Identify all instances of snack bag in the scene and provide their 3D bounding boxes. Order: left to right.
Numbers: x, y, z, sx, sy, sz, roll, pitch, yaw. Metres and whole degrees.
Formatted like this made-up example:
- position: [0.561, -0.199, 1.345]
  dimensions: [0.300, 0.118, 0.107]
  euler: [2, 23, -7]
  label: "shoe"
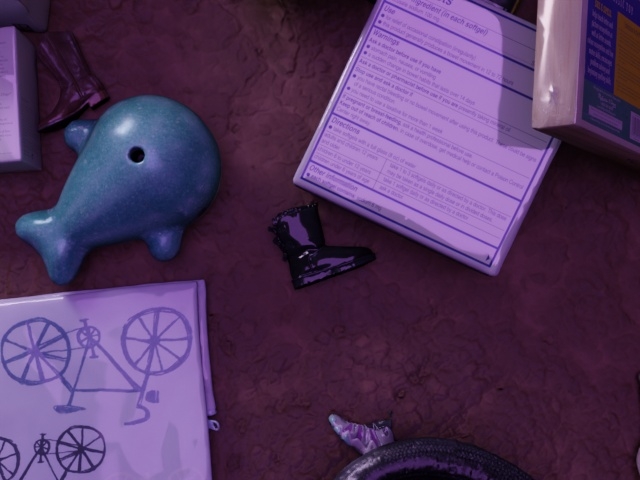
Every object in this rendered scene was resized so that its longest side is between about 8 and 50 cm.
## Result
- position: [-0.287, 0.231, 1.190]
  dimensions: [0.322, 0.037, 0.343]
  euler: [-7, 84, 0]
  label: "snack bag"

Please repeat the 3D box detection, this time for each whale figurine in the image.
- position: [-0.251, -0.063, 1.163]
  dimensions: [0.272, 0.141, 0.216]
  euler: [-36, 86, -3]
  label: "whale figurine"

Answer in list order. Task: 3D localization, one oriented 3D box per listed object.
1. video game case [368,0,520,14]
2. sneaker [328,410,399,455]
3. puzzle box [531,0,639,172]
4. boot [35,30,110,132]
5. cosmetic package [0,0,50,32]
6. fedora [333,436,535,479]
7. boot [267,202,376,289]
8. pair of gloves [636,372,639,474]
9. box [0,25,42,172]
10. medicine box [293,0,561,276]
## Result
- position: [0.157, -0.409, 1.250]
  dimensions: [0.274, 0.035, 0.248]
  euler: [26, 86, 3]
  label: "video game case"
- position: [0.063, 0.236, 1.193]
  dimensions: [0.098, 0.038, 0.069]
  euler: [43, 84, -6]
  label: "sneaker"
- position: [0.365, -0.222, 1.084]
  dimensions: [0.052, 0.408, 0.272]
  euler: [0, 83, 41]
  label: "puzzle box"
- position: [-0.345, -0.208, 1.227]
  dimensions: [0.106, 0.037, 0.114]
  euler: [-32, 89, -16]
  label: "boot"
- position: [-0.414, -0.472, 1.164]
  dimensions: [0.156, 0.217, 0.385]
  euler: [6, 83, 0]
  label: "cosmetic package"
- position: [0.140, 0.386, 1.119]
  dimensions: [0.333, 0.152, 0.334]
  euler: [0, 85, 0]
  label: "fedora"
- position: [0.000, 0.000, 1.210]
  dimensions: [0.121, 0.045, 0.099]
  euler: [-18, 82, -1]
  label: "boot"
- position: [0.517, 0.262, 1.189]
  dimensions: [0.240, 0.042, 0.204]
  euler: [2, 85, 1]
  label: "pair of gloves"
- position: [-0.431, -0.172, 1.197]
  dimensions: [0.130, 0.091, 0.171]
  euler: [-4, 85, 0]
  label: "box"
- position: [0.147, -0.141, 1.152]
  dimensions: [0.263, 0.149, 0.289]
  euler: [25, 93, 2]
  label: "medicine box"
